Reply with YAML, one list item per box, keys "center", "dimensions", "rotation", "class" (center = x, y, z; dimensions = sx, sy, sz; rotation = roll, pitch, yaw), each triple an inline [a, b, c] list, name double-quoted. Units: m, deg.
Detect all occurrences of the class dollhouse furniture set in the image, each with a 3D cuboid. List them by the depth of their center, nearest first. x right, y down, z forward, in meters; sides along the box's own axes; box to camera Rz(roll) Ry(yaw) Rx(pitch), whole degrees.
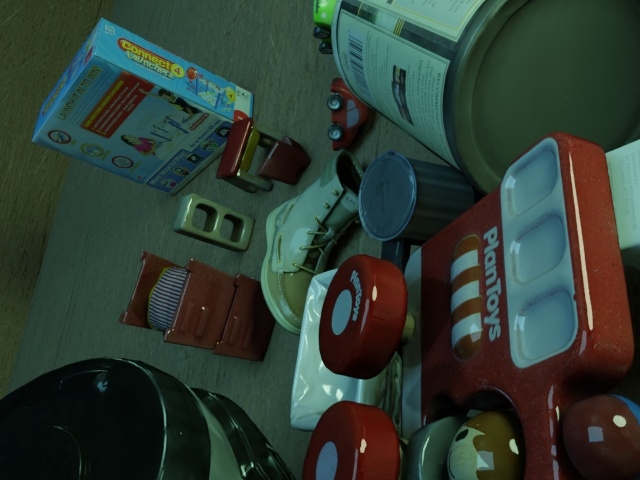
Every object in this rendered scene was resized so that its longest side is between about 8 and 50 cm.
- center: [-0.147, -0.022, 1.075]
  dimensions: [0.201, 0.152, 0.374]
  rotation: [-1, 71, 56]
  class: "dollhouse furniture set"

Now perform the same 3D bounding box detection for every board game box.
- center: [-0.335, -0.230, 1.344]
  dimensions: [0.308, 0.302, 0.086]
  rotation: [-30, 48, 44]
  class: "board game box"

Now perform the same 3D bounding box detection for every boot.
- center: [0.000, 0.000, 0.916]
  dimensions: [0.165, 0.077, 0.213]
  rotation: [-40, 38, 34]
  class: "boot"

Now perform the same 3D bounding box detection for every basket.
- center: [0.048, 0.120, 0.743]
  dimensions: [0.113, 0.103, 0.167]
  rotation: [-20, 56, 50]
  class: "basket"

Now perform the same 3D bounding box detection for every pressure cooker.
- center: [-0.159, 0.358, 0.645]
  dimensions: [0.375, 0.420, 0.370]
  rotation: [-17, 34, 27]
  class: "pressure cooker"

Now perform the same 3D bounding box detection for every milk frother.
- center: [0.132, -0.020, 0.668]
  dimensions: [0.143, 0.134, 0.129]
  rotation: [-21, 69, 52]
  class: "milk frother"

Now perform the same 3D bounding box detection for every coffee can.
- center: [0.148, -0.173, 0.664]
  dimensions: [0.202, 0.201, 0.275]
  rotation: [-59, 30, 14]
  class: "coffee can"

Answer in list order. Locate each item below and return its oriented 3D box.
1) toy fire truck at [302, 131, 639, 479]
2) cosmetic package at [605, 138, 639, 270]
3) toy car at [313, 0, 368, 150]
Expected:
- center: [0.116, 0.101, 0.508]
  dimensions: [0.254, 0.169, 0.302]
  rotation: [132, 150, -54]
  class: "toy fire truck"
- center: [0.305, -0.041, 0.441]
  dimensions: [0.231, 0.117, 0.086]
  rotation: [-26, 53, 46]
  class: "cosmetic package"
- center: [0.033, -0.252, 0.920]
  dimensions: [0.225, 0.053, 0.239]
  rotation: [44, -131, -77]
  class: "toy car"
